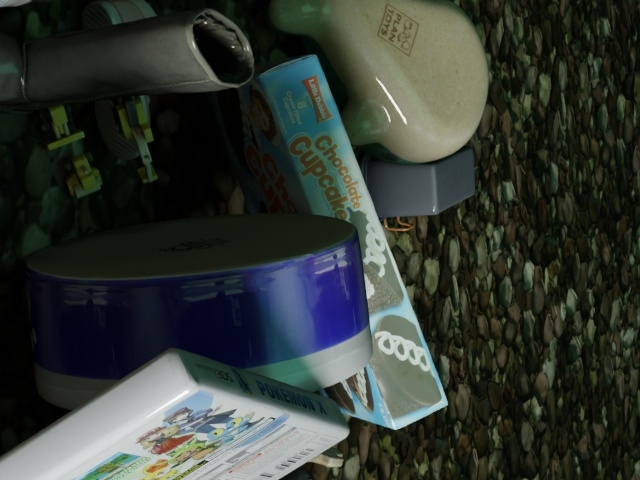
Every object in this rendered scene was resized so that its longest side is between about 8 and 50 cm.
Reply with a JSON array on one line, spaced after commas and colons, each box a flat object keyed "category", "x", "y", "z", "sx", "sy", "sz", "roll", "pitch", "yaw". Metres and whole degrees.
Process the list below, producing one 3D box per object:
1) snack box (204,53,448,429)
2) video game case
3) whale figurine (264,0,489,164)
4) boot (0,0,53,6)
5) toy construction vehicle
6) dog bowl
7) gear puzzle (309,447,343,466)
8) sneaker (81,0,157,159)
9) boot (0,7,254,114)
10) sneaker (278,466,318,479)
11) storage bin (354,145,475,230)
[{"category": "snack box", "x": 0.000, "y": 0.000, "z": 1.650, "sx": 0.060, "sy": 0.187, "sz": 0.322, "roll": -23, "pitch": 98, "yaw": -17}, {"category": "video game case", "x": -0.167, "y": 0.188, "z": 1.300, "sx": 0.036, "sy": 0.329, "sz": 0.300, "roll": 62, "pitch": 12, "yaw": 19}, {"category": "whale figurine", "x": 0.041, "y": -0.185, "z": 1.876, "sx": 0.272, "sy": 0.141, "sz": 0.216, "roll": 32, "pitch": 62, "yaw": -31}, {"category": "boot", "x": -0.226, "y": -0.302, "z": 1.397, "sx": 0.123, "sy": 0.095, "sz": 0.258, "roll": -17, "pitch": 116, "yaw": -67}, {"category": "toy construction vehicle", "x": -0.176, "y": -0.079, "z": 1.508, "sx": 0.086, "sy": 0.035, "sz": 0.098, "roll": -20, "pitch": 126, "yaw": -16}, {"category": "dog bowl", "x": -0.095, "y": 0.052, "z": 1.471, "sx": 0.265, "sy": 0.265, "sz": 0.104, "roll": -22, "pitch": 109, "yaw": -59}, {"category": "gear puzzle", "x": -0.068, "y": 0.148, "z": 1.623, "sx": 0.339, "sy": 0.175, "sz": 0.044, "roll": 14, "pitch": 94, "yaw": -61}, {"category": "sneaker", "x": -0.154, "y": -0.139, "z": 1.567, "sx": 0.070, "sy": 0.051, "sz": 0.134, "roll": -28, "pitch": 113, "yaw": -52}, {"category": "boot", "x": -0.178, "y": -0.131, "z": 1.357, "sx": 0.190, "sy": 0.208, "sz": 0.076, "roll": -1, "pitch": 92, "yaw": -62}, {"category": "sneaker", "x": -0.121, "y": 0.265, "z": 1.494, "sx": 0.276, "sy": 0.135, "sz": 0.097, "roll": -43, "pitch": 142, "yaw": -12}, {"category": "storage bin", "x": 0.104, "y": -0.059, "z": 2.011, "sx": 0.135, "sy": 0.091, "sz": 0.098, "roll": -25, "pitch": 115, "yaw": -58}]
